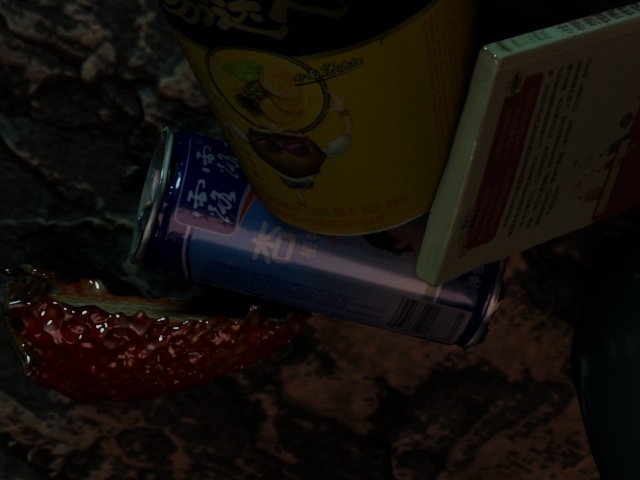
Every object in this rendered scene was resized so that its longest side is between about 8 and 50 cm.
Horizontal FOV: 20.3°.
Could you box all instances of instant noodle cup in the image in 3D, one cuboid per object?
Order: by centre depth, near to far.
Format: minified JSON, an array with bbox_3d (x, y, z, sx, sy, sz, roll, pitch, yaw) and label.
[{"bbox_3d":[0.003,-0.135,1.025,0.215,0.215,0.236,-10,135,6],"label":"instant noodle cup"}]

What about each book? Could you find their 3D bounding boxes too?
[{"bbox_3d":[0.161,-0.069,1.086,0.232,0.022,0.162,-19,135,-37],"label":"book"}]

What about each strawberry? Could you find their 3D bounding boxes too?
[{"bbox_3d":[-0.111,0.070,1.175,0.208,0.167,0.087,9,90,-2],"label":"strawberry"}]

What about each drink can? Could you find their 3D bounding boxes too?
[{"bbox_3d":[0.000,0.000,1.173,0.235,0.097,0.097,15,124,-10],"label":"drink can"}]

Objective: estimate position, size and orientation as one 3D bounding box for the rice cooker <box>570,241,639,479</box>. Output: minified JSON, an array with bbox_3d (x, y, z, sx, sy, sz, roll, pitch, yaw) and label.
[{"bbox_3d":[0.297,0.110,1.178,0.267,0.224,0.267,-1,124,-1],"label":"rice cooker"}]
